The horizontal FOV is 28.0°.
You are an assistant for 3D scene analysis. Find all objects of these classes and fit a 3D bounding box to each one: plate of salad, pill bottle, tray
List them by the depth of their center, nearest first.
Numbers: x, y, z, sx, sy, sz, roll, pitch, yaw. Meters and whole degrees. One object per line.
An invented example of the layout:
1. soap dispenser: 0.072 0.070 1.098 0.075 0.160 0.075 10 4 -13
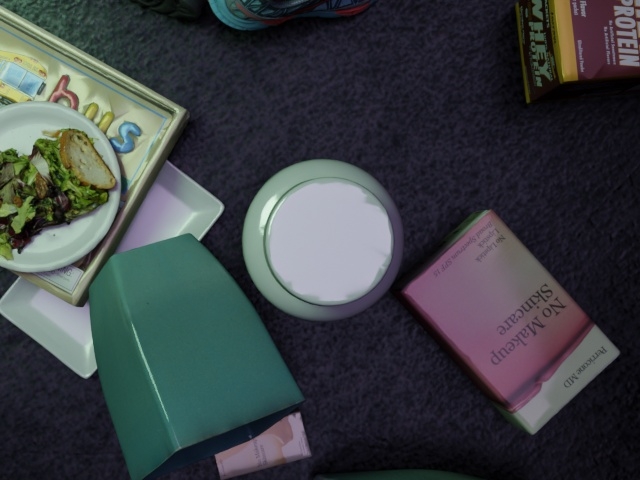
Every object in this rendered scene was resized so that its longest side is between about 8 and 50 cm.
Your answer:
1. pill bottle: 0.000 0.000 1.427 0.176 0.318 0.176 0 90 -3
2. plate of salad: -0.329 -0.063 1.467 0.200 0.048 0.200 0 87 0
3. tray: -0.253 0.020 1.557 0.145 0.030 0.270 39 87 -3

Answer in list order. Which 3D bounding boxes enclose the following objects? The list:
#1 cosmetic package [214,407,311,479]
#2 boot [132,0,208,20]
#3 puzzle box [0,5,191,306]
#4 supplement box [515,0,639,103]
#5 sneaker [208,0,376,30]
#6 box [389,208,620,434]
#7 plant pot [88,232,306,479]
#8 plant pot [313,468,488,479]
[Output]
1. cosmetic package: -0.073 0.247 1.558 0.115 0.041 0.060 -16 90 -4
2. boot: -0.200 -0.537 1.525 0.367 0.146 0.445 30 81 -8
3. puzzle box: -0.393 -0.134 1.523 0.409 0.052 0.272 28 86 2
4. supplement box: 0.348 -0.245 1.514 0.191 0.194 0.129 -6 89 -4
5. sneaker: 0.005 -0.311 1.508 0.262 0.125 0.104 -23 97 -25
6. box: 0.217 0.095 1.535 0.148 0.127 0.232 -43 91 -3
7. plant pot: -0.161 0.124 1.449 0.165 0.166 0.234 -18 76 -31
8. plant pot: 0.159 0.388 1.478 0.252 0.248 0.247 -5 89 -19
